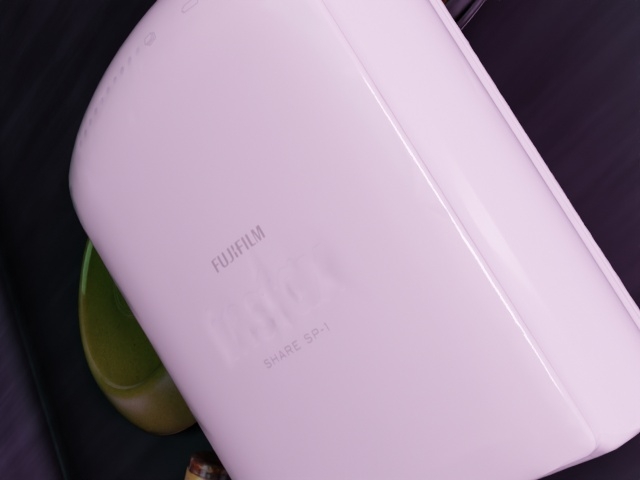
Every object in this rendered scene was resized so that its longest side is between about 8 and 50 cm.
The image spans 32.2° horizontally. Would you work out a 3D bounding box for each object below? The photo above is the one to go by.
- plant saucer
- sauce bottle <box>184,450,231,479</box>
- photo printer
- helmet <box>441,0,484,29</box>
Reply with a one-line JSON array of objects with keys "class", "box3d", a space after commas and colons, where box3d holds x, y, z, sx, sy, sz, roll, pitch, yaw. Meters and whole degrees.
[{"class": "plant saucer", "box3d": [-0.129, 0.028, 0.856, 0.241, 0.037, 0.240, -15, 70, 49]}, {"class": "sauce bottle", "box3d": [-0.085, 0.214, 0.779, 0.042, 0.042, 0.128, 17, 98, 48]}, {"class": "photo printer", "box3d": [0.000, 0.000, 0.585, 0.256, 0.107, 0.307, -35, 84, 43]}, {"class": "helmet", "box3d": [0.042, -0.202, 0.628, 0.161, 0.170, 0.169, -59, 43, 46]}]
